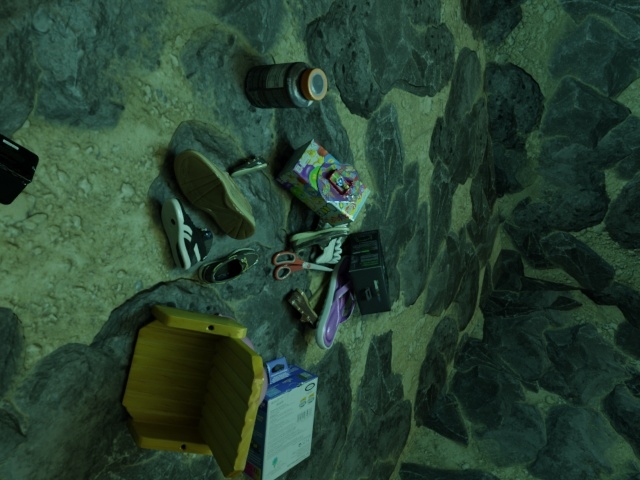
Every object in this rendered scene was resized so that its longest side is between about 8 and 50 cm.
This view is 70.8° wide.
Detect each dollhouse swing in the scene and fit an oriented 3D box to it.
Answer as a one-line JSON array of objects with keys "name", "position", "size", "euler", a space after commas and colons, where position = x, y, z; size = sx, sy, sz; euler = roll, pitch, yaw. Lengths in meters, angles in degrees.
[{"name": "dollhouse swing", "position": [-0.335, 0.382, 1.136], "size": [0.315, 0.305, 0.347], "euler": [13, 90, -15]}]

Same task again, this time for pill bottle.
[{"name": "pill bottle", "position": [-0.099, -0.461, 1.347], "size": [0.130, 0.245, 0.131], "euler": [-19, 115, -48]}]

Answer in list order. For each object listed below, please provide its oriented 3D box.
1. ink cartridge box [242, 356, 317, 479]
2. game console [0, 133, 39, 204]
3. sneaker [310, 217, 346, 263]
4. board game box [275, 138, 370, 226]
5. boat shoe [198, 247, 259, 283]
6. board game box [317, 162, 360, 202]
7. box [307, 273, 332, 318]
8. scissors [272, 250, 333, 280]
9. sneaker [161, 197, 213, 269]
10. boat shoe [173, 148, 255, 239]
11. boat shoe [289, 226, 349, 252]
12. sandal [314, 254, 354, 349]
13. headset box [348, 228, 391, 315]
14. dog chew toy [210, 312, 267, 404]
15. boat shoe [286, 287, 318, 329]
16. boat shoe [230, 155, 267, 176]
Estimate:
[{"name": "ink cartridge box", "position": [-0.154, 0.639, 1.662], "size": [0.270, 0.151, 0.396], "euler": [-6, 106, -51]}, {"name": "game console", "position": [-0.662, -0.152, 0.917], "size": [0.122, 0.071, 0.107], "euler": [40, 39, -49]}, {"name": "sneaker", "position": [0.027, -0.038, 1.730], "size": [0.118, 0.110, 0.292], "euler": [-9, 116, -34]}, {"name": "board game box", "position": [0.011, -0.191, 1.557], "size": [0.275, 0.142, 0.144], "euler": [39, 67, -20]}, {"name": "boat shoe", "position": [-0.272, 0.084, 1.424], "size": [0.227, 0.068, 0.081], "euler": [-24, 118, -46]}, {"name": "board game box", "position": [0.071, -0.194, 1.489], "size": [0.168, 0.033, 0.133], "euler": [-1, 84, -30]}, {"name": "box", "position": [0.028, 0.253, 1.888], "size": [0.201, 0.021, 0.165], "euler": [-45, 132, -35]}, {"name": "scissors", "position": [-0.057, 0.084, 1.693], "size": [0.297, 0.021, 0.109], "euler": [-5, 104, -38]}, {"name": "sneaker", "position": [-0.369, -0.035, 1.273], "size": [0.121, 0.079, 0.217], "euler": [-35, 134, -45]}, {"name": "boat shoe", "position": [-0.302, -0.142, 1.308], "size": [0.341, 0.121, 0.110], "euler": [60, 17, -44]}, {"name": "boat shoe", "position": [-0.001, 0.000, 1.642], "size": [0.080, 0.223, 0.074], "euler": [98, -18, -80]}, {"name": "sandal", "position": [0.091, 0.253, 1.830], "size": [0.169, 0.102, 0.417], "euler": [59, 43, -48]}, {"name": "headset box", "position": [0.207, 0.137, 1.883], "size": [0.283, 0.131, 0.246], "euler": [-84, 161, -54]}, {"name": "dog chew toy", "position": [-0.287, 0.379, 1.397], "size": [0.206, 0.206, 0.332], "euler": [-30, 114, -43]}, {"name": "boat shoe", "position": [-0.071, 0.276, 1.734], "size": [0.073, 0.073, 0.207], "euler": [-49, 127, -29]}, {"name": "boat shoe", "position": [-0.230, -0.233, 1.414], "size": [0.133, 0.049, 0.042], "euler": [-27, 93, -37]}]
